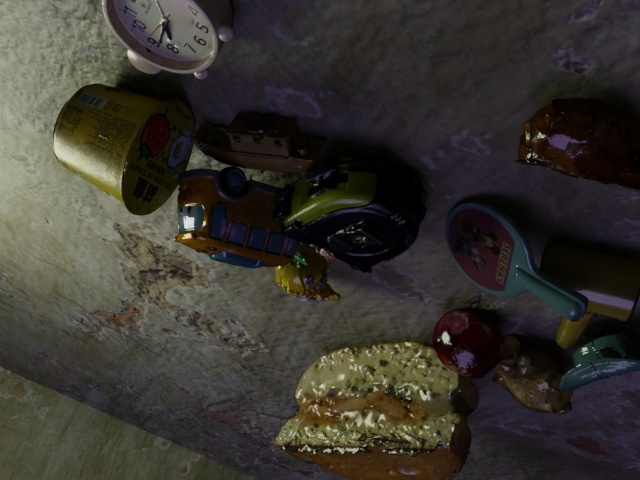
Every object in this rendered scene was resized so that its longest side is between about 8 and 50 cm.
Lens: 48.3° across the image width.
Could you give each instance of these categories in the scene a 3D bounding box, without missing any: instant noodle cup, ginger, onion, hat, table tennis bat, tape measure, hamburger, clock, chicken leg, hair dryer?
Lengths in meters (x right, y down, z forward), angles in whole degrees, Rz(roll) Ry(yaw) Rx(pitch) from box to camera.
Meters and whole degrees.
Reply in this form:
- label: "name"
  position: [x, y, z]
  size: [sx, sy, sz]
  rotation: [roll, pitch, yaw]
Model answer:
- label: "instant noodle cup"
  position: [-0.296, -0.146, 1.063]
  size: [0.144, 0.182, 0.182]
  rotation: [24, 150, 14]
- label: "ginger"
  position: [0.394, 0.254, 1.325]
  size: [0.157, 0.102, 0.216]
  rotation: [33, 165, 37]
- label: "onion"
  position: [0.267, 0.183, 1.279]
  size: [0.131, 0.131, 0.131]
  rotation: [15, 148, 10]
- label: "hat"
  position: [0.473, 0.189, 1.185]
  size: [0.138, 0.077, 0.191]
  rotation: [-7, 161, -43]
- label: "table tennis bat"
  position: [0.275, 0.035, 1.024]
  size: [0.244, 0.040, 0.153]
  rotation: [39, 146, 34]
- label: "tape measure"
  position: [0.053, -0.042, 1.044]
  size: [0.199, 0.112, 0.186]
  rotation: [27, 141, -31]
- label: "hamburger"
  position: [0.153, 0.383, 1.503]
  size: [0.446, 0.268, 0.287]
  rotation: [-13, 134, 36]
- label: "clock"
  position: [-0.185, -0.282, 0.885]
  size: [0.156, 0.063, 0.229]
  rotation: [28, 151, -16]
- label: "chicken leg"
  position: [0.371, -0.086, 0.846]
  size: [0.304, 0.093, 0.113]
  rotation: [22, 167, -17]
- label: "hair dryer"
  position: [0.398, 0.104, 1.120]
  size: [0.135, 0.090, 0.278]
  rotation: [12, 154, 14]

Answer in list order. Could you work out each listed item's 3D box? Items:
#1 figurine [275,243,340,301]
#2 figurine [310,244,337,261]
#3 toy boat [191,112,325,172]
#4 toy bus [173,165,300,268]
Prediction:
- label: "figurine"
  position: [-0.020, 0.061, 1.276]
  size: [0.115, 0.094, 0.156]
  rotation: [22, 155, 20]
- label: "figurine"
  position: [0.000, 0.000, 1.212]
  size: [0.047, 0.064, 0.109]
  rotation: [-30, 135, 27]
- label: "toy boat"
  position: [-0.095, -0.145, 1.045]
  size: [0.201, 0.057, 0.077]
  rotation: [9, 142, 21]
- label: "toy bus"
  position: [-0.125, -0.031, 1.112]
  size: [0.210, 0.136, 0.126]
  rotation: [16, 168, -34]
